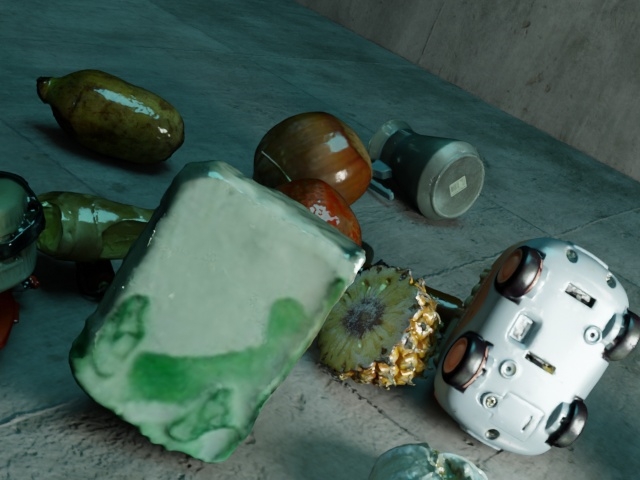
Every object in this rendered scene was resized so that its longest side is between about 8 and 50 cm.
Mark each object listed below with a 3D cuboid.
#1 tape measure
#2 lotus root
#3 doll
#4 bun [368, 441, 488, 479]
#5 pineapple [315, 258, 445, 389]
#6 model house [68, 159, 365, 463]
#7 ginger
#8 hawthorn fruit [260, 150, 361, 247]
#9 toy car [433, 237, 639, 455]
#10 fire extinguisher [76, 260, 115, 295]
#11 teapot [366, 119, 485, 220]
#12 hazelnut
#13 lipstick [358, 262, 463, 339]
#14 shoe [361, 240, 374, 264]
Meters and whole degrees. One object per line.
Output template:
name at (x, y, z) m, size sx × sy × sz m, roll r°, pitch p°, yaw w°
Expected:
tape measure at (-0.394, -0.020, 0.921) m, size 0.207 × 0.115 × 0.235 m, roll -11°, pitch 21°, yaw -13°
lotus root at (-0.351, -0.210, 1.455) m, size 0.260 × 0.129 × 0.145 m, roll 24°, pitch 8°, yaw -10°
doll at (-0.358, 0.061, 0.935) m, size 0.109 × 0.057 × 0.169 m, roll 16°, pitch 26°, yaw -1°
bun at (0.117, 0.258, 0.898) m, size 0.140 × 0.083 × 0.141 m, roll 16°, pitch 23°, yaw -7°
pineapple at (0.093, 0.128, 1.117) m, size 0.176 × 0.162 × 0.137 m, roll 2°, pitch -31°, yaw 48°
model house at (-0.117, 0.043, 0.966) m, size 0.194 × 0.267 × 0.325 m, roll 32°, pitch 9°, yaw -10°
ginger at (-0.225, -0.019, 1.078) m, size 0.294 × 0.086 × 0.131 m, roll -2°, pitch 5°, yaw -20°
hawthorn fruit at (-0.023, -0.026, 1.190) m, size 0.162 × 0.163 × 0.204 m, roll 11°, pitch 53°, yaw -24°
toy car at (0.254, 0.125, 1.124) m, size 0.180 × 0.271 × 0.212 m, roll 31°, pitch -1°, yaw -9°
fire extinguisher at (-0.280, 0.033, 1.095) m, size 0.056 × 0.039 × 0.132 m, roll -21°, pitch 37°, yaw -11°
teapot at (0.197, -0.144, 1.791) m, size 0.203 × 0.171 × 0.225 m, roll -29°, pitch 40°, yaw -24°
hazelnut at (-0.019, -0.132, 1.530) m, size 0.214 × 0.176 × 0.214 m, roll -7°, pitch 28°, yaw 4°
lipstick at (0.031, 0.053, 1.284) m, size 0.418 × 0.077 × 0.077 m, roll 21°, pitch 23°, yaw -4°
shoe at (0.000, 0.000, 1.387) m, size 0.169 × 0.071 × 0.099 m, roll 13°, pitch 22°, yaw -14°
